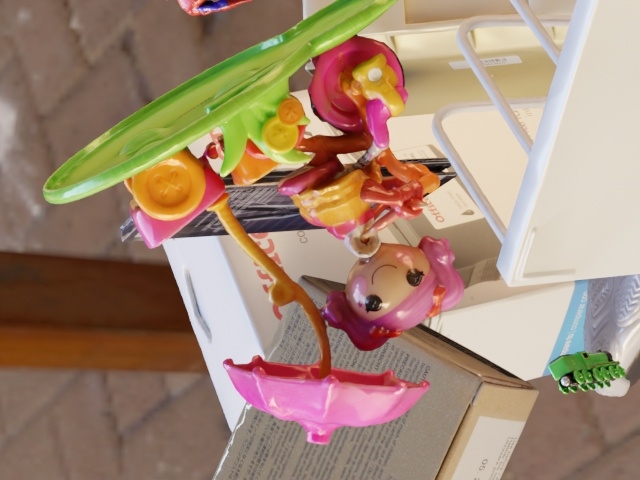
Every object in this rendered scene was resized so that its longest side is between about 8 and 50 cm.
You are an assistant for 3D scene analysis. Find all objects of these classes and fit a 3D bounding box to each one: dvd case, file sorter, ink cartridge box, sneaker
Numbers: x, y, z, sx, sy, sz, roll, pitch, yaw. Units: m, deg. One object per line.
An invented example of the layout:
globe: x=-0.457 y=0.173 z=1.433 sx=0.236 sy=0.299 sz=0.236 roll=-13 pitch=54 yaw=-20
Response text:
dvd case: x=-0.027 y=-0.031 z=1.429 sx=0.164 sy=0.221 sz=0.018 roll=145 pitch=119 yaw=-67
file sorter: x=0.195 y=-0.139 z=1.106 sx=0.173 sy=0.193 sz=0.278 roll=-118 pitch=31 yaw=-45
ink cartridge box: x=0.028 y=0.171 z=1.401 sx=0.193 sy=0.088 sz=0.235 roll=30 pitch=99 yaw=37
ink cartridge box: x=0.073 y=-0.001 z=1.764 sx=0.166 sy=0.395 sz=0.285 roll=102 pitch=150 yaw=-53
sneaker: x=0.293 y=0.013 z=1.356 sx=0.101 sy=0.153 sz=0.269 roll=-95 pitch=18 yaw=-57

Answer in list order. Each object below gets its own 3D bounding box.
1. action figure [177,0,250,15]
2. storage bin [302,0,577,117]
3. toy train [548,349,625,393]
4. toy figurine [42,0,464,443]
action figure: x=-0.051 y=-0.154 z=1.104 sx=0.115 sy=0.030 sz=0.038 roll=-5 pitch=123 yaw=36
storage bin: x=0.130 y=-0.184 z=1.473 sx=0.262 sy=0.260 sz=0.123 roll=-4 pitch=81 yaw=12
toy train: x=0.164 y=0.079 z=1.148 sx=0.017 sy=0.083 sz=0.024 roll=-37 pitch=72 yaw=25
toy figurine: x=0.000 y=0.000 z=0.777 sx=0.159 sy=0.173 sz=0.130 roll=59 pitch=175 yaw=-13
